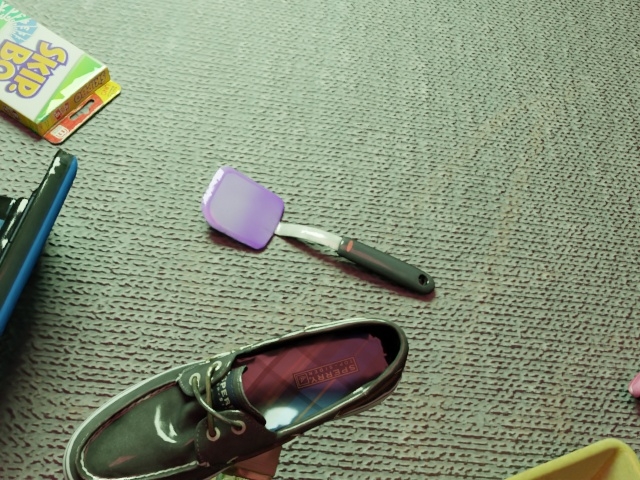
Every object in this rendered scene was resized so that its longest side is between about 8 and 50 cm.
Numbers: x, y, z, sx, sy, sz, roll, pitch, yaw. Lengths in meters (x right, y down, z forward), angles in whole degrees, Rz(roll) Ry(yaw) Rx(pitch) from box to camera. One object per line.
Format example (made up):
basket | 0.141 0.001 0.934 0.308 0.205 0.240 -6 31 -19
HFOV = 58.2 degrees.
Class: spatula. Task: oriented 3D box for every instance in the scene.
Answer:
spatula | 0.000 0.000 0.690 0.296 0.030 0.084 22 62 3

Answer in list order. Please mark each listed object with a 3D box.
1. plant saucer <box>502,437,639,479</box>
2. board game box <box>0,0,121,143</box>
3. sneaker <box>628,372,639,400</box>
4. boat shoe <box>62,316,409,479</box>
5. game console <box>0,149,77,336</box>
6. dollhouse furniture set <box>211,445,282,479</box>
plant saucer | 0.192 0.385 0.489 0.333 0.081 0.332 -13 66 -16
board game box | -0.400 -0.234 0.749 0.259 0.039 0.124 34 63 6
sneaker | 0.433 0.159 0.657 0.170 0.063 0.074 -13 59 -21
boat shoe | -0.045 0.100 0.360 0.229 0.076 0.080 -12 63 -17
game console | -0.382 0.045 0.531 0.173 0.250 0.293 26 58 -26
dollhouse furniture set | -0.138 0.242 0.434 0.161 0.212 0.242 15 60 -1
